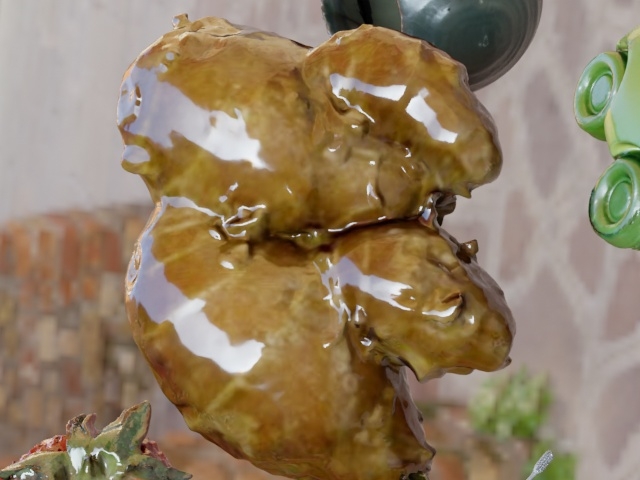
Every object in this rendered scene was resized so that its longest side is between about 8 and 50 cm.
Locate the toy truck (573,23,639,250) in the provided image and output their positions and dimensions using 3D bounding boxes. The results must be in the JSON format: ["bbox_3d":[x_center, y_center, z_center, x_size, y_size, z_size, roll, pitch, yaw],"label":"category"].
[{"bbox_3d":[0.268,-0.089,1.270,0.210,0.148,0.187,-60,28,29],"label":"toy truck"}]

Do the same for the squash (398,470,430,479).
[{"bbox_3d":[0.046,0.280,1.215,0.094,0.094,0.341,118,170,-52],"label":"squash"}]

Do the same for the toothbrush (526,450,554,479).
[{"bbox_3d":[0.187,0.282,2.054,0.167,0.011,0.014,-50,-3,-4],"label":"toothbrush"}]

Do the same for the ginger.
[{"bbox_3d":[-0.002,0.011,1.373,0.152,0.274,0.357,20,-113,-76],"label":"ginger"}]

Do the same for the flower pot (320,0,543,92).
[{"bbox_3d":[0.087,-0.218,1.638,0.243,0.157,0.189,-123,26,-49],"label":"flower pot"}]

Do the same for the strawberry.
[{"bbox_3d":[-0.179,0.254,1.668,0.098,0.174,0.228,-111,7,-67],"label":"strawberry"}]
